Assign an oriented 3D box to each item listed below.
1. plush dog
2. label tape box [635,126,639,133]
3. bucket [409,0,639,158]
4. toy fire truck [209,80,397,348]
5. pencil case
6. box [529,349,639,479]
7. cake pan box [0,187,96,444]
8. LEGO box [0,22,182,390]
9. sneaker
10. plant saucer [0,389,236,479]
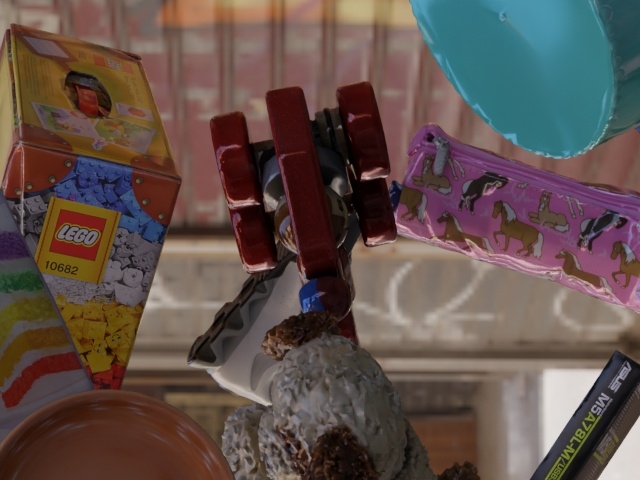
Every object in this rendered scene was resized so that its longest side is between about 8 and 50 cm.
[{"bbox_3d":[0.023,0.180,1.368,0.225,0.211,0.262,74,177,-45],"label":"plush dog"},{"bbox_3d":[0.541,-0.121,1.887,0.240,0.334,0.106,57,168,40],"label":"label tape box"},{"bbox_3d":[0.206,-0.209,1.291,0.281,0.183,0.281,44,153,30],"label":"bucket"},{"bbox_3d":[0.000,0.000,1.660,0.302,0.169,0.254,79,178,-58],"label":"toy fire truck"},{"bbox_3d":[0.284,-0.029,2.154,0.167,0.386,0.160,2,-74,-74],"label":"pencil case"},{"bbox_3d":[0.283,0.213,1.741,0.184,0.045,0.190,-54,-18,-3],"label":"box"},{"bbox_3d":[-0.347,0.113,1.420,0.245,0.267,0.070,68,165,-8],"label":"cake pan box"},{"bbox_3d":[-0.338,-0.016,2.072,0.500,0.193,0.372,-116,42,-65],"label":"LEGO box"},{"bbox_3d":[-0.009,0.067,2.028,0.330,0.146,0.122,-49,10,22],"label":"sneaker"},{"bbox_3d":[-0.157,0.211,1.228,0.037,0.200,0.200,132,140,-67],"label":"plant saucer"}]
